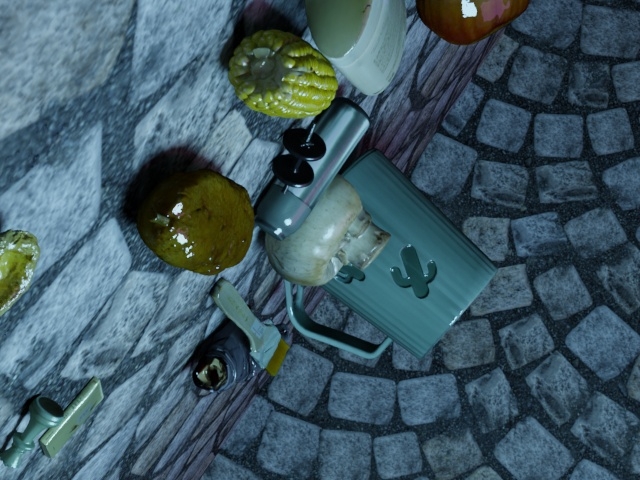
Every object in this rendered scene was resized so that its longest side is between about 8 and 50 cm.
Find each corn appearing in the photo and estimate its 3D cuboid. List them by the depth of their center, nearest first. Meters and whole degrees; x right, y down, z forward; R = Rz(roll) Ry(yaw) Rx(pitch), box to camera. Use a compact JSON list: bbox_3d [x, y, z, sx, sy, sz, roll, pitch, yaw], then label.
[{"bbox_3d":[-0.034,-0.187,1.045,0.093,0.093,0.244,-58,172,12],"label":"corn"}]

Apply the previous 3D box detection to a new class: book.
[{"bbox_3d":[-0.335,0.241,1.229,0.111,0.014,0.077,-52,171,-28],"label":"book"}]

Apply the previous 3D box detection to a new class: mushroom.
[{"bbox_3d":[0.000,0.000,1.624,0.189,0.195,0.253,-51,168,-8],"label":"mushroom"}]

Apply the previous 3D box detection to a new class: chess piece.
[{"bbox_3d":[-0.344,0.229,1.063,0.093,0.042,0.042,-50,173,8],"label":"chess piece"}]

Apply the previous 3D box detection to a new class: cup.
[{"bbox_3d":[0.130,0.055,1.965,0.310,0.392,0.401,-41,169,-41],"label":"cup"}]

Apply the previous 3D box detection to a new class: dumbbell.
[{"bbox_3d":[-0.033,-0.125,1.376,0.069,0.069,0.147,-48,169,-46],"label":"dumbbell"}]

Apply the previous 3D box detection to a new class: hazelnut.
[{"bbox_3d":[0.248,-0.431,1.515,0.210,0.210,0.186,-53,-165,-20],"label":"hazelnut"}]

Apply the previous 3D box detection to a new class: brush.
[{"bbox_3d":[-0.126,0.159,1.668,0.085,0.020,0.336,-62,151,-19],"label":"brush"}]

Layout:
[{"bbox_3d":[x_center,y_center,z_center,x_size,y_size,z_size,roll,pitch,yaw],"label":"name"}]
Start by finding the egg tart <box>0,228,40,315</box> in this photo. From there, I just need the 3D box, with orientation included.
[{"bbox_3d":[-0.267,0.029,0.717,0.105,0.039,0.105,-55,172,-12],"label":"egg tart"}]

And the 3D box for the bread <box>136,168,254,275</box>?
[{"bbox_3d":[-0.150,-0.022,1.059,0.344,0.084,0.124,19,82,-81],"label":"bread"}]

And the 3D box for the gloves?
[{"bbox_3d":[-0.162,0.213,1.800,0.119,0.142,0.285,-16,-176,33],"label":"gloves"}]

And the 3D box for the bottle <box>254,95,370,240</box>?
[{"bbox_3d":[-0.018,-0.118,1.487,0.253,0.079,0.096,-56,-150,-9],"label":"bottle"}]

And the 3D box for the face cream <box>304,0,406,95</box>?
[{"bbox_3d":[0.049,-0.283,1.113,0.348,0.081,0.173,-12,109,-79],"label":"face cream"}]
